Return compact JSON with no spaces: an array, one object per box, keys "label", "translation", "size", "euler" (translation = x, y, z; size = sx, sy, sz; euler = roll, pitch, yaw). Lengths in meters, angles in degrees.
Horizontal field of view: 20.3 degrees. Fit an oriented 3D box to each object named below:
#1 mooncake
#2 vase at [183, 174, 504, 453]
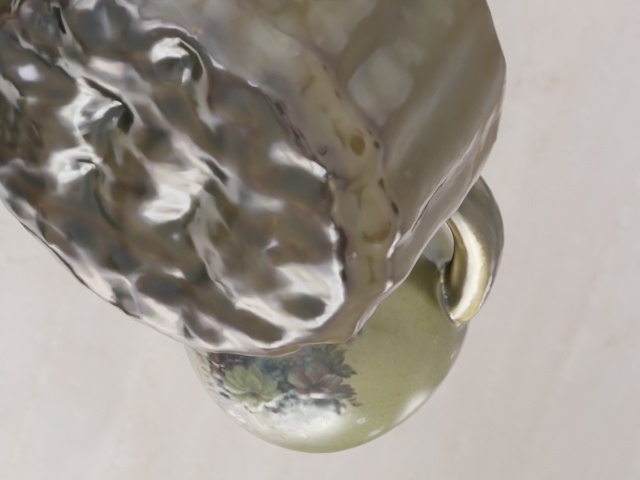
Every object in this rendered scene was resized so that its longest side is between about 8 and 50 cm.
[{"label":"mooncake","translation":[-0.057,-0.077,0.972],"size":[0.161,0.290,0.290],"euler":[-53,135,-38]},{"label":"vase","translation":[0.000,0.000,1.433],"size":[0.302,0.329,0.241],"euler":[50,43,-21]}]
